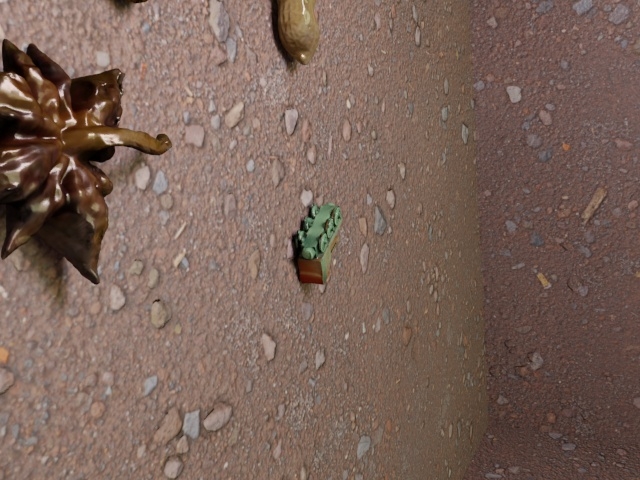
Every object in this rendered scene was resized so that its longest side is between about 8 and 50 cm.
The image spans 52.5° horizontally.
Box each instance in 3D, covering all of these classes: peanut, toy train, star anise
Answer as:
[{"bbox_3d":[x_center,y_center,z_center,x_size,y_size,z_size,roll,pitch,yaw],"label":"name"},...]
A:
[{"bbox_3d":[-0.045,-0.461,1.271,0.104,0.086,0.227,-42,130,-69],"label":"peanut"},{"bbox_3d":[0.000,0.000,1.390,0.176,0.074,0.118,-64,154,-48],"label":"toy train"},{"bbox_3d":[-0.301,-0.108,0.755,0.349,0.109,0.292,41,60,-57],"label":"star anise"}]

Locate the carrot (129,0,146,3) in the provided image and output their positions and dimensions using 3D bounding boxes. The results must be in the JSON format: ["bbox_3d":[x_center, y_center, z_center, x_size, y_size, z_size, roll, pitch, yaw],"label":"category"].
[{"bbox_3d":[-0.234,-0.433,0.925,0.069,0.069,0.228,52,45,-51],"label":"carrot"}]
